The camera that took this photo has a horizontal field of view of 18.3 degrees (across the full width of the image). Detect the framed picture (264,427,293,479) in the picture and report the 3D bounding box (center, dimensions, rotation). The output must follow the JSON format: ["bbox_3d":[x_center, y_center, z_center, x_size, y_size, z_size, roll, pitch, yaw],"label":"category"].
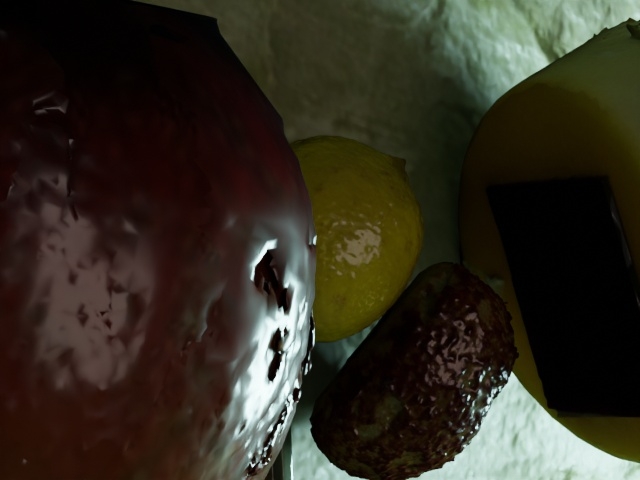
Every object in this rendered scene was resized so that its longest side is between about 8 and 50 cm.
[{"bbox_3d":[-0.116,0.176,1.046,0.289,0.020,0.211,-10,100,-47],"label":"framed picture"}]

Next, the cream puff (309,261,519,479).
[{"bbox_3d":[0.059,0.080,1.141,0.084,0.149,0.149,41,56,0],"label":"cream puff"}]

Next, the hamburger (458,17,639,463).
[{"bbox_3d":[0.221,-0.001,1.212,0.179,0.294,0.276,-21,95,-29],"label":"hamburger"}]

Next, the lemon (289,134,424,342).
[{"bbox_3d":[0.000,0.000,1.097,0.133,0.109,0.109,-49,126,-23],"label":"lemon"}]

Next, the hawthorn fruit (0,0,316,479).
[{"bbox_3d":[-0.142,0.020,0.817,0.316,0.316,0.316,-4,96,-47],"label":"hawthorn fruit"}]
